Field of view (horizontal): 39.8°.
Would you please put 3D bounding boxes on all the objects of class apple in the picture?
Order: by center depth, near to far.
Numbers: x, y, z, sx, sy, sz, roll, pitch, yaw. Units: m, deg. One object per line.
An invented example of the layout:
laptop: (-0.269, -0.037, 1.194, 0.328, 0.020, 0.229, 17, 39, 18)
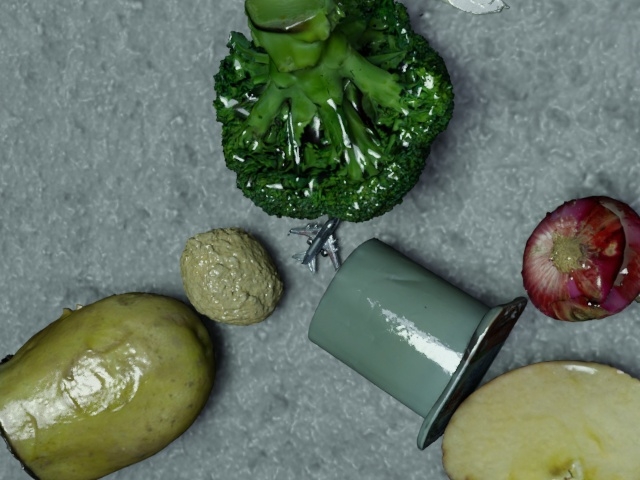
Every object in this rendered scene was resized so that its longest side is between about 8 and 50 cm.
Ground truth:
apple: (0.270, 0.295, 0.948, 0.251, 0.163, 0.293, -9, 51, 12)

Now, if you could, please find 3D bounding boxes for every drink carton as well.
drink carton: (0.098, 0.106, 0.998, 0.190, 0.185, 0.191, 31, 104, 15)

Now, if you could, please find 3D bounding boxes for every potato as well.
potato: (-0.257, 0.175, 1.111, 0.266, 0.229, 0.229, -25, 86, 1)

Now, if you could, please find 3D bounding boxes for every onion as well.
onion: (0.310, 0.032, 0.977, 0.150, 0.140, 0.150, -31, 46, 40)

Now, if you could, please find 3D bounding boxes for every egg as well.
egg: (-0.111, 0.043, 1.083, 0.140, 0.118, 0.116, 37, 74, -12)

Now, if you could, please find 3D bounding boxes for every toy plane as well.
toy plane: (0.000, 0.000, 1.095, 0.078, 0.031, 0.083, 39, 103, 11)

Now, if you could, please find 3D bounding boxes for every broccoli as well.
broccoli: (0.003, -0.173, 0.962, 0.297, 0.297, 0.297, -8, 55, 12)

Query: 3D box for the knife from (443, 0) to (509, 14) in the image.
knife: (0.088, -0.336, 1.053, 0.298, 0.017, 0.047, 30, 95, 13)
